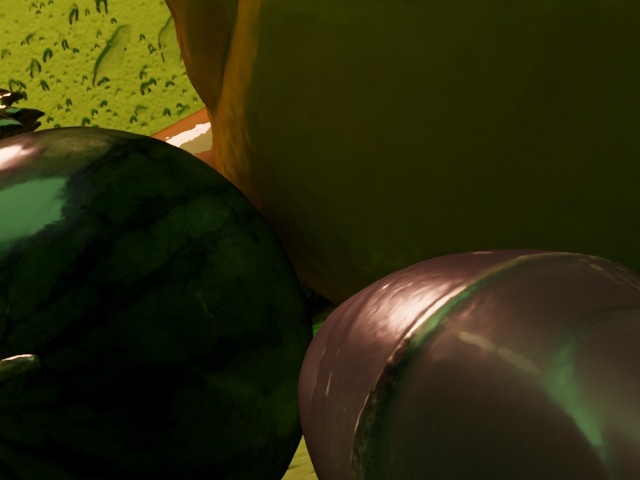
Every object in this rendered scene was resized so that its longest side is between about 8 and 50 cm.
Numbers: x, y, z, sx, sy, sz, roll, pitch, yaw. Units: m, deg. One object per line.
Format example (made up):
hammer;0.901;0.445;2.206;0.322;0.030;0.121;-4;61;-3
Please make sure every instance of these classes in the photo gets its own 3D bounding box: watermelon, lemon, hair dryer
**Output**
watermelon;-0.101;0.050;0.785;0.188;0.188;0.215;-16;7;28
lemon;0.100;-0.111;0.871;0.348;0.348;0.348;-20;9;3
hair dryer;0.194;0.035;0.567;0.361;0.121;0.301;-19;16;-23

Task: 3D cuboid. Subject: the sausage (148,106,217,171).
sausage;-0.109;-0.034;1.546;0.354;0.116;0.134;-25;20;-4

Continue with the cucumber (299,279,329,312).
cucumber;0.000;0.001;1.218;0.074;0.074;0.241;-11;14;46

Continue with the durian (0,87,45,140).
durian;-0.225;0.025;0.944;0.169;0.158;0.352;9;29;24
